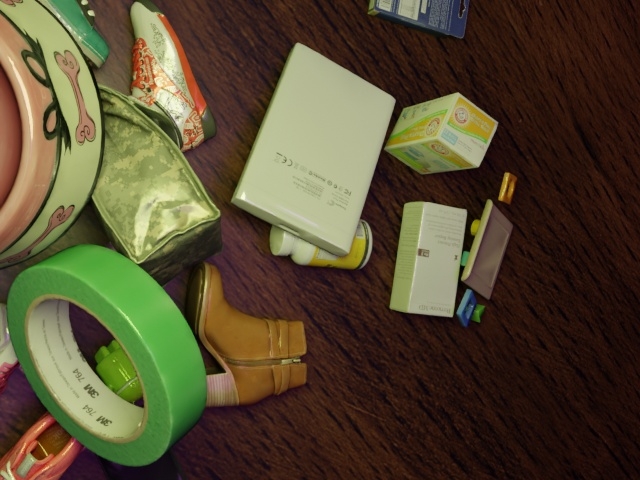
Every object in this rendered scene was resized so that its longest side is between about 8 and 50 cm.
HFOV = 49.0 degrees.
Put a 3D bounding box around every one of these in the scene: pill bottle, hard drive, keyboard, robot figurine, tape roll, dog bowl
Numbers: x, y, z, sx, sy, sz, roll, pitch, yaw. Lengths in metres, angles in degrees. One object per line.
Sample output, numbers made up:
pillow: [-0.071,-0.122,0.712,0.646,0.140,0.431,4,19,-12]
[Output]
pill bottle: [0.000,0.000,1.357,0.184,0.103,0.103,6,89,-25]
hard drive: [-0.004,-0.174,1.321,0.232,0.047,0.353,26,65,-17]
keyboard: [-0.330,0.479,1.256,0.201,0.033,0.317,-27,102,-27]
robot figurine: [-0.341,0.231,1.212,0.115,0.067,0.101,51,39,7]
tape roll: [-0.308,0.166,0.996,0.077,0.321,0.322,-38,109,-50]
dog bowl: [-0.489,-0.140,0.865,0.407,0.150,0.409,0,101,0]

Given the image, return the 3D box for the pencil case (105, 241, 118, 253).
pencil case: [-0.301,-0.004,1.224,0.206,0.088,0.086,-43,118,-19]

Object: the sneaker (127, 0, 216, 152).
sneaker: [-0.299,-0.273,1.217,0.145,0.090,0.270,-32,107,-24]

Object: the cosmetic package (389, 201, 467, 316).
cosmetic package: [0.227,0.041,1.476,0.117,0.085,0.231,8,87,-25]

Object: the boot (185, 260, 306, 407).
boot: [-0.129,0.167,1.296,0.220,0.109,0.284,-6,96,-24]

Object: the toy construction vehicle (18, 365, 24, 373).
toy construction vehicle: [-0.455,0.202,1.186,0.098,0.035,0.086,-39,106,-19]

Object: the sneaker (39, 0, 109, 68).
sneaker: [-0.435,-0.427,1.140,0.121,0.108,0.302,-43,107,-13]

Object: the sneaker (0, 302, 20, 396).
sneaker: [-0.550,0.201,1.114,0.111,0.103,0.252,38,80,-4]

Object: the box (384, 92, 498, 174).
box: [0.238,-0.209,1.408,0.114,0.203,0.103,30,79,-23]

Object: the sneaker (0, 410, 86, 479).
sneaker: [-0.474,0.365,1.114,0.116,0.136,0.314,37,73,1]

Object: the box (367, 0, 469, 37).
box: [0.212,-0.515,1.480,0.225,0.036,0.137,10,88,-24]

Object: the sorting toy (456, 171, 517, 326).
sorting toy: [0.353,0.020,1.522,0.196,0.047,0.348,32,76,-57]

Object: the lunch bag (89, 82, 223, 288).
lunch bag: [-0.280,-0.091,1.081,0.168,0.235,0.287,-32,81,-14]
